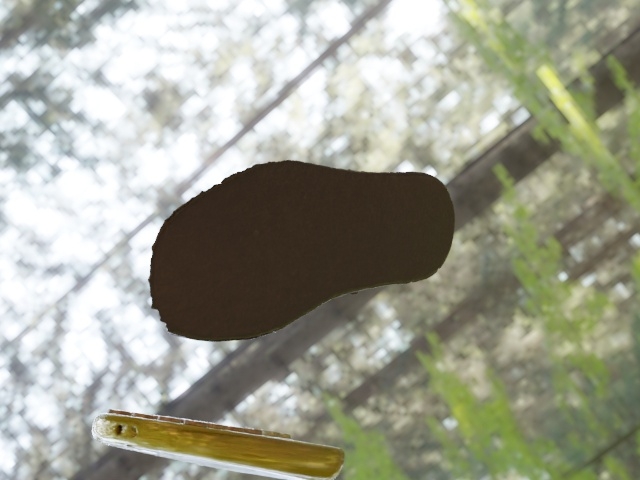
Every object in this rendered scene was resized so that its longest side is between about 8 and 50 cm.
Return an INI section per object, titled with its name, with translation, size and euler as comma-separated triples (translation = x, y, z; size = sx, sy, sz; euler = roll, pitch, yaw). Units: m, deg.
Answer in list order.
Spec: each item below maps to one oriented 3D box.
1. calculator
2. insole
[calculator]
translation = -0.067, 0.151, 1.113
size = 0.235, 0.146, 0.032
euler = 22, -105, -54
[insole]
translation = 0.000, 0.000, 1.016
size = 0.328, 0.007, 0.111
euler = -9, -77, -52
